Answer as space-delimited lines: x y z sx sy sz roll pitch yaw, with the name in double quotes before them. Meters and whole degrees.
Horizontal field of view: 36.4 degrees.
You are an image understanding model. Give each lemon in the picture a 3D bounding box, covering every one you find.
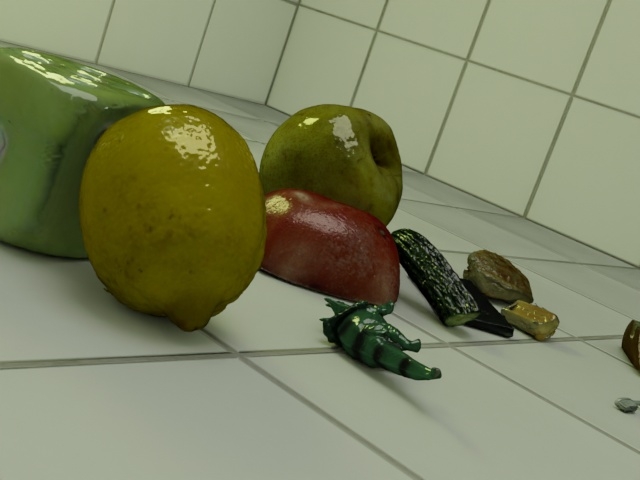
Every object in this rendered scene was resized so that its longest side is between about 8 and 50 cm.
"lemon" -0.188 -0.031 1.263 0.245 0.319 0.245 -10 -21 -4

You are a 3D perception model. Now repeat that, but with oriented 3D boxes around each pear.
"pear" 0.016 -0.139 2.041 0.304 0.303 0.304 19 11 -4

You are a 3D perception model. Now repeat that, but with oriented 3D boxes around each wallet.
"wallet" 0.270 0.115 1.913 0.146 0.030 0.285 11 15 -12

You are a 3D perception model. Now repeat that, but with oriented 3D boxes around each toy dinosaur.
"toy dinosaur" 0.096 0.145 1.374 0.120 0.079 0.292 2 17 -40

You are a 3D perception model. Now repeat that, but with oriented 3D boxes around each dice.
"dice" -0.381 -0.126 1.422 0.254 0.251 0.250 29 15 31

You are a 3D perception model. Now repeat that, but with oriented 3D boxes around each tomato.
"tomato" 0.005 -0.009 1.785 0.339 0.143 0.338 20 10 -4

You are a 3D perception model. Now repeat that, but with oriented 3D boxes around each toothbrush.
"toothbrush" 0.589 0.284 1.668 0.276 0.019 0.025 9 21 -41

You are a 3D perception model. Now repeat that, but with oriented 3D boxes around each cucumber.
"cucumber" 0.206 0.061 1.781 0.077 0.077 0.265 10 36 -39

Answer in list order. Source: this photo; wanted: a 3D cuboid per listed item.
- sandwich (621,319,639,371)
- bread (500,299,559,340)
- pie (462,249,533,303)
"sandwich" 0.667 0.211 1.961 0.090 0.088 0.244 17 11 7
"bread" 0.412 0.156 1.903 0.072 0.053 0.106 -20 32 -35
"pie" 0.391 0.088 2.120 0.194 0.078 0.163 6 26 -49
